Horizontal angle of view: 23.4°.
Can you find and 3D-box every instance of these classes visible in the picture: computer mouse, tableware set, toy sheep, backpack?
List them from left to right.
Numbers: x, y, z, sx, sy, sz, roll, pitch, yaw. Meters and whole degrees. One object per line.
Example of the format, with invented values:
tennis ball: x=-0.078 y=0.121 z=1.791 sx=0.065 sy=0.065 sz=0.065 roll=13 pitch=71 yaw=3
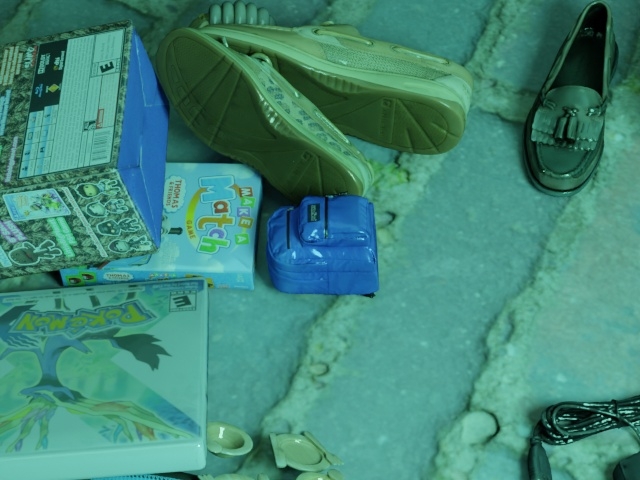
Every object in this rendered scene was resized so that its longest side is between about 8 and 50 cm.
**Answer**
toy sheep: x=-0.098 y=-0.250 z=1.889 sx=0.132 sy=0.091 sz=0.091 roll=4 pitch=50 yaw=-12
tableware set: x=-0.045 y=0.219 z=1.485 sx=0.169 sy=0.020 sz=0.141 roll=6 pitch=25 yaw=-27
backpack: x=0.000 y=0.000 z=1.669 sx=0.120 sy=0.101 sz=0.098 roll=-4 pitch=44 yaw=4
computer mouse: x=0.299 y=0.246 z=1.480 sx=0.184 sy=0.060 sz=0.262 roll=-4 pitch=50 yaw=-2

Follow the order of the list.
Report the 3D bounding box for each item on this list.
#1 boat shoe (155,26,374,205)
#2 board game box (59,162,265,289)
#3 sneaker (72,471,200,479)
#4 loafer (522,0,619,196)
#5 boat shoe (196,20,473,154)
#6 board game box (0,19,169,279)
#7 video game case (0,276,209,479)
boat shoe: x=-0.063 y=-0.136 z=1.744 sx=0.285 sy=0.104 sz=0.089 roll=43 pitch=31 yaw=-1
board game box: x=-0.174 y=-0.019 z=1.730 sx=0.212 sy=0.039 sz=0.160 roll=1 pitch=50 yaw=3
sneaker: x=-0.102 y=0.290 z=1.422 sx=0.341 sy=0.125 sz=0.140 roll=33 pitch=54 yaw=23
loafer: x=0.294 y=-0.172 z=1.805 sx=0.096 sy=0.084 sz=0.267 roll=11 pitch=52 yaw=11
boat shoe: x=0.010 y=-0.195 z=1.824 sx=0.341 sy=0.121 sz=0.110 roll=17 pitch=48 yaw=3
board game box: x=-0.328 y=-0.091 z=1.691 sx=0.291 sy=0.141 sz=0.232 roll=-9 pitch=49 yaw=11
video game case: x=-0.277 y=0.137 z=1.545 sx=0.329 sy=0.036 sz=0.300 roll=-4 pitch=30 yaw=-1
